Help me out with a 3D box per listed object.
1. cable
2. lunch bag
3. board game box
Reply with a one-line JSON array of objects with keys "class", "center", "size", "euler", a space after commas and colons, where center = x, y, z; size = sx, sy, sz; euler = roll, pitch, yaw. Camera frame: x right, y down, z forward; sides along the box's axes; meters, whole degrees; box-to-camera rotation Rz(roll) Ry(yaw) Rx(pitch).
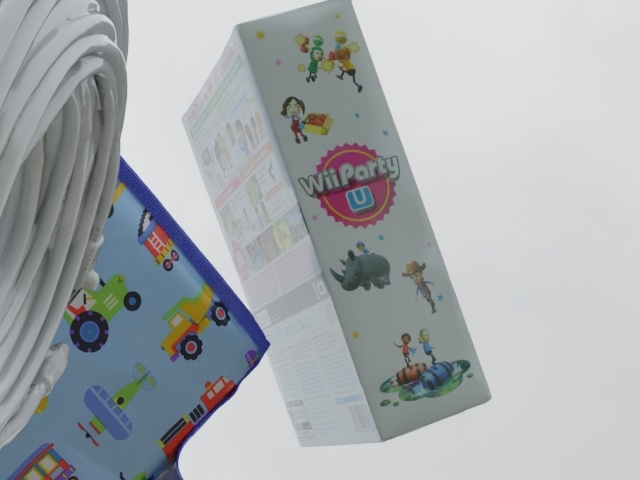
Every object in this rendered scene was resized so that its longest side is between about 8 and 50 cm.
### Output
[{"class": "cable", "center": [-0.151, -0.012, 0.454], "size": [0.089, 0.257, 0.257], "euler": [18, -67, -1]}, {"class": "lunch bag", "center": [-0.181, 0.060, 0.700], "size": [0.293, 0.221, 0.138], "euler": [48, -24, -12]}, {"class": "board game box", "center": [0.000, 0.000, 0.859], "size": [0.097, 0.303, 0.224], "euler": [-19, -5, -20]}]
